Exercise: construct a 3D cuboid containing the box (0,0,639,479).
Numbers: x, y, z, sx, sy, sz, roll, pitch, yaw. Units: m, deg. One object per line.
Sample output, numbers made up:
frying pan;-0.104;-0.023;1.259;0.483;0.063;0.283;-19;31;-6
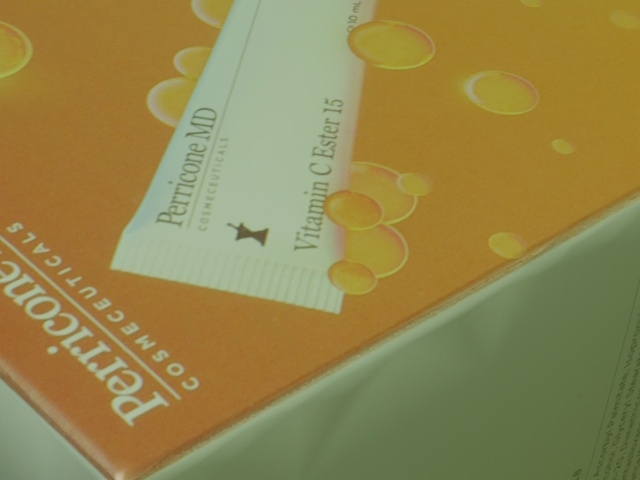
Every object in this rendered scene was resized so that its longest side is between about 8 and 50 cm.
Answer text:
box;0.000;0.000;0.620;0.345;0.168;0.215;-28;51;-36
